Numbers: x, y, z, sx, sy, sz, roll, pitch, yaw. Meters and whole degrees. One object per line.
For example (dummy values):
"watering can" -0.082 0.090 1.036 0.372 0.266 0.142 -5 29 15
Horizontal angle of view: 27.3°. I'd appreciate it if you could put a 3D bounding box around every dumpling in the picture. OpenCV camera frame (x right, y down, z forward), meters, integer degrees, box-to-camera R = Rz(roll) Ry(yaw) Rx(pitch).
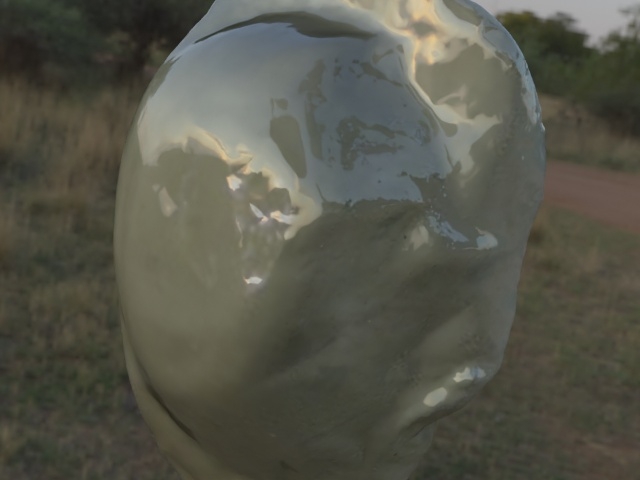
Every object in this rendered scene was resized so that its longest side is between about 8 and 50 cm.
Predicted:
"dumpling" 0.000 0.000 0.512 0.162 0.250 0.132 12 6 32
